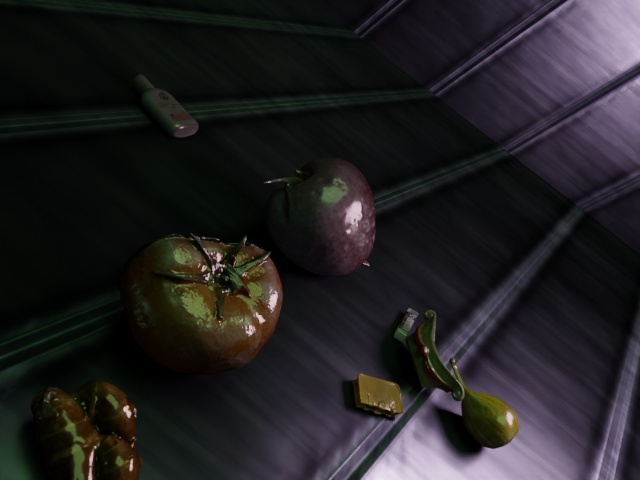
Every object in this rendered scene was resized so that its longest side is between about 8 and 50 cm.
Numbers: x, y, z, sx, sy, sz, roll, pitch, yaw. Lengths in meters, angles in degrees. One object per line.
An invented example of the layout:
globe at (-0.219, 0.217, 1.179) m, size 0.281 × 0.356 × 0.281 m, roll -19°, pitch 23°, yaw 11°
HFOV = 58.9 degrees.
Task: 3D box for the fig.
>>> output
fig at (0.277, 0.302, 1.021) m, size 0.093 × 0.093 × 0.166 m, roll -7°, pitch 36°, yaw -47°

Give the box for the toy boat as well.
toy boat at (0.203, 0.213, 1.038) m, size 0.071 × 0.089 × 0.185 m, roll -16°, pitch 51°, yaw 2°

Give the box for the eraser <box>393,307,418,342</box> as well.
eraser at (0.170, 0.168, 1.125) m, size 0.027 × 0.019 × 0.099 m, roll 28°, pitch 31°, yaw 10°

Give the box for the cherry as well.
cherry at (0.005, -0.049, 1.067) m, size 0.213 × 0.184 × 0.266 m, roll -41°, pitch 119°, yaw -20°

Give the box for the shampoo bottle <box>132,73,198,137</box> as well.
shampoo bottle at (-0.329, -0.281, 1.177) m, size 0.165 × 0.040 × 0.080 m, roll 47°, pitch 36°, yaw 12°

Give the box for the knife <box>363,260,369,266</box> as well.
knife at (0.000, 0.000, 1.174) m, size 0.247 × 0.018 × 0.035 m, roll 26°, pitch 32°, yaw -22°

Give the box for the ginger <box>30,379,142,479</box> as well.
ginger at (-0.245, 0.227, 0.615) m, size 0.103 × 0.073 × 0.162 m, roll -12°, pitch 62°, yaw -33°

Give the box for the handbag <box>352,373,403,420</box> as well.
handbag at (0.094, 0.258, 0.937) m, size 0.083 × 0.027 × 0.061 m, roll 20°, pitch 37°, yaw -21°

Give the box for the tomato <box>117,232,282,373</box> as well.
tomato at (-0.151, 0.101, 0.765) m, size 0.214 × 0.180 × 0.155 m, roll 3°, pitch 53°, yaw -36°
